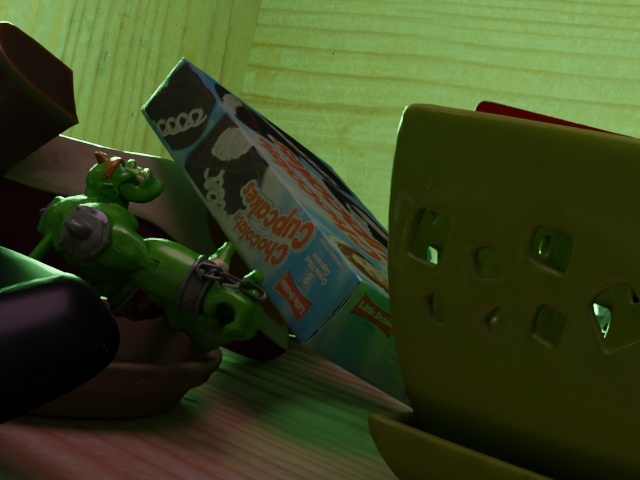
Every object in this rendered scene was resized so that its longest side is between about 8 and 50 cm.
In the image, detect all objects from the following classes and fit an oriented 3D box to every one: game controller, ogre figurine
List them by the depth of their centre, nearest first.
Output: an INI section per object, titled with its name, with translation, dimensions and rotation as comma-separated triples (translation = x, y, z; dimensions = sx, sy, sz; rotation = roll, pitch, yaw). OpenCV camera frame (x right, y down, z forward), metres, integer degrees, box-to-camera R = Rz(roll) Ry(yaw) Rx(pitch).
[game controller]
translation = -0.235, 0.027, 0.569
dimensions = 0.166, 0.067, 0.319
rotation = -13, 22, -43
[ogre figurine]
translation = -0.107, 0.014, 0.738
dimensions = 0.118, 0.097, 0.197
rotation = 31, 13, -18

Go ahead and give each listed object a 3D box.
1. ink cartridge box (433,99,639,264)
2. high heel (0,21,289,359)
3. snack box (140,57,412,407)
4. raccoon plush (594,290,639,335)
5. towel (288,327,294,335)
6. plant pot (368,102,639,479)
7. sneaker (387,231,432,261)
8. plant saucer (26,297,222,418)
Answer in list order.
[ink cartridge box]
translation = 0.280, 0.021, 1.250
dimensions = 0.309, 0.272, 0.130
rotation = 12, 3, -10
[high heel]
translation = -0.182, 0.005, 0.937
dimensions = 0.377, 0.181, 0.127
rotation = 47, 20, -35
[snack box]
translation = 0.000, 0.000, 0.901
dimensions = 0.187, 0.060, 0.322
rotation = 34, 12, -40
[raccoon plush]
translation = 0.337, 0.094, 0.982
dimensions = 0.299, 0.216, 0.446
rotation = 20, 1, -15
[towel]
translation = -0.052, 0.040, 1.124
dimensions = 0.144, 0.029, 0.197
rotation = 15, -21, -2
[plant pot]
translation = 0.168, 0.058, 0.681
dimensions = 0.227, 0.207, 0.228
rotation = 15, 4, 38
[sneaker]
translation = 0.031, 0.029, 1.414
dimensions = 0.178, 0.124, 0.295
rotation = 7, 12, -16
[plant saucer]
translation = -0.197, 0.055, 0.751
dimensions = 0.277, 0.041, 0.278
rotation = 13, 2, 0
